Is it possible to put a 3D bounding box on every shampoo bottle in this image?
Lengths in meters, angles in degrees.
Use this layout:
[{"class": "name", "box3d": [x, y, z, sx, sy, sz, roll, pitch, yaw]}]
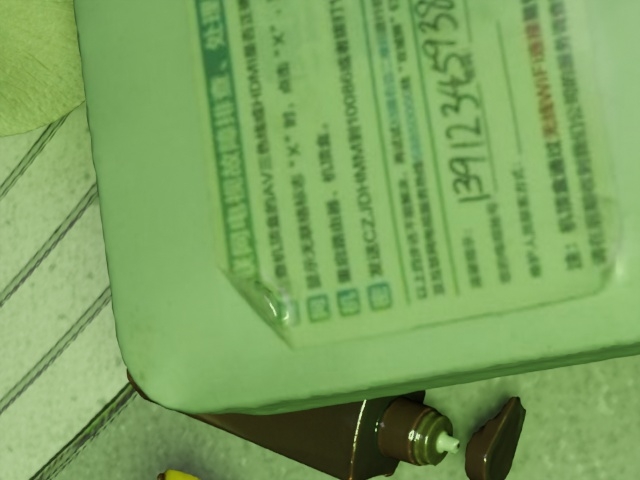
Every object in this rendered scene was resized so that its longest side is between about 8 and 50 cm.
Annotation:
[{"class": "shampoo bottle", "box3d": [0.000, 0.090, 0.863, 0.236, 0.067, 0.068, 15, 92, 33]}]

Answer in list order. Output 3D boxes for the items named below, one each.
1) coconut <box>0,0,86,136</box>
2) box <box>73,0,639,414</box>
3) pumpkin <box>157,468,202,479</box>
[{"class": "coconut", "box3d": [-0.215, -0.187, 0.950, 0.237, 0.266, 0.237, 2, 113, 5]}, {"class": "box", "box3d": [0.051, -0.128, 0.749, 0.397, 0.111, 0.396, -12, 81, 32]}, {"class": "pumpkin", "box3d": [-0.082, 0.281, 0.839, 0.163, 0.111, 0.278, -26, 63, 39]}]
